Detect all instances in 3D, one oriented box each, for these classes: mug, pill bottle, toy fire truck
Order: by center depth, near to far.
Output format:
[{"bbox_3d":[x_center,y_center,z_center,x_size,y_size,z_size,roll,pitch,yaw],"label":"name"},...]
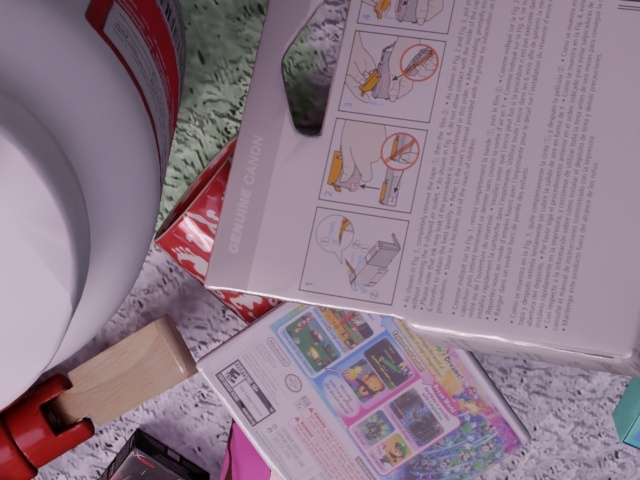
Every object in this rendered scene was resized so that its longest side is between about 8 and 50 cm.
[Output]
[{"bbox_3d":[-0.195,-0.058,1.076,0.229,0.407,0.229,0,110,0],"label":"pill bottle"},{"bbox_3d":[-0.219,0.078,1.276,0.246,0.158,0.217,-30,108,-2],"label":"toy fire truck"},{"bbox_3d":[-0.005,0.005,1.279,0.169,0.150,0.113,38,145,-9],"label":"mug"}]

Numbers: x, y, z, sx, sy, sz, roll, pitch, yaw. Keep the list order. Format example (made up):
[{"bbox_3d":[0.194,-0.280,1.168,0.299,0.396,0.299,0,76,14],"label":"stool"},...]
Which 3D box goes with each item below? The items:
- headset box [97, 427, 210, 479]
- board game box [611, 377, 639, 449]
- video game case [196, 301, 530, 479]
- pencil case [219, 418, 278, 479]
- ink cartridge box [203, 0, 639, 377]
[{"bbox_3d":[-0.124,0.181,1.366,0.062,0.032,0.083,35,105,-13],"label":"headset box"},{"bbox_3d":[0.325,0.100,1.332,0.210,0.047,0.160,24,109,-10],"label":"board game box"},{"bbox_3d":[0.026,0.098,1.220,0.143,0.019,0.157,-35,97,8],"label":"video game case"},{"bbox_3d":[-0.036,0.194,1.338,0.095,0.098,0.209,-8,122,-41],"label":"pencil case"},{"bbox_3d":[0.091,-0.085,1.180,0.261,0.066,0.296,9,79,20],"label":"ink cartridge box"}]
